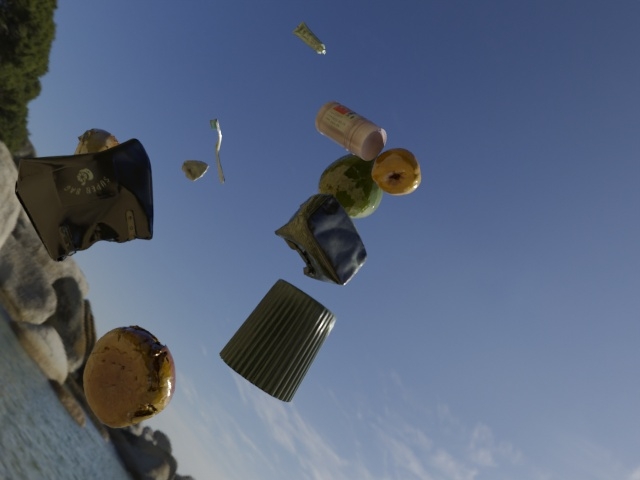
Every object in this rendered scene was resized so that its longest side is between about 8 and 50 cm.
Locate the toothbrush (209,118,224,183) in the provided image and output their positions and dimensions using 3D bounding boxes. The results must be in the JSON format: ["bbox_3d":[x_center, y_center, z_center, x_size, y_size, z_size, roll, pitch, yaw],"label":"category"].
[{"bbox_3d":[-0.309,-0.266,1.348,0.263,0.026,0.022,97,-16,-55],"label":"toothbrush"}]

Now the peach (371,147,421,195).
[{"bbox_3d":[0.269,-0.240,1.564,0.179,0.103,0.179,8,-54,11],"label":"peach"}]

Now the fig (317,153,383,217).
[{"bbox_3d":[0.151,-0.256,1.955,0.316,0.316,0.316,35,-36,31],"label":"fig"}]

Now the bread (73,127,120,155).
[{"bbox_3d":[-0.803,-0.304,1.597,0.171,0.191,0.314,22,-3,-30],"label":"bread"}]

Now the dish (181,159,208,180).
[{"bbox_3d":[-0.501,-0.288,1.706,0.137,0.091,0.039,29,-18,37],"label":"dish"}]

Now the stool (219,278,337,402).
[{"bbox_3d":[-0.134,0.333,1.525,0.297,0.330,0.297,32,-11,7],"label":"stool"}]

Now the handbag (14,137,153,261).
[{"bbox_3d":[-0.612,-0.105,1.180,0.152,0.343,0.287,127,-56,-69],"label":"handbag"}]

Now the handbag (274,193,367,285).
[{"bbox_3d":[0.000,0.000,1.676,0.240,0.247,0.340,-7,-57,50],"label":"handbag"}]

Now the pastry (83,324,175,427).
[{"bbox_3d":[-0.650,0.461,1.488,0.356,0.164,0.355,1,-85,17],"label":"pastry"}]

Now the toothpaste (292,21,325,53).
[{"bbox_3d":[-0.040,-0.811,1.770,0.218,0.064,0.041,54,14,31],"label":"toothpaste"}]

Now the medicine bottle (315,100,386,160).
[{"bbox_3d":[0.105,-0.395,1.579,0.250,0.133,0.133,42,-32,34],"label":"medicine bottle"}]
